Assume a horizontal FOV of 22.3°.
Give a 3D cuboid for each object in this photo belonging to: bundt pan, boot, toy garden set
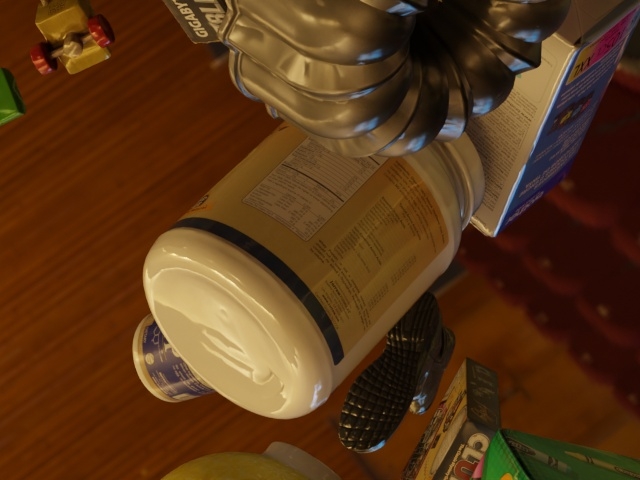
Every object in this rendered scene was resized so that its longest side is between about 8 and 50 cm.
[{"bbox_3d":[0.086,-0.200,1.316,0.124,0.331,0.331,46,169,33],"label":"bundt pan"},{"bbox_3d":[0.117,0.198,2.175,0.083,0.246,0.161,16,156,27],"label":"boot"},{"bbox_3d":[-0.298,-0.216,1.399,0.244,0.204,0.049,68,-167,6],"label":"toy garden set"}]

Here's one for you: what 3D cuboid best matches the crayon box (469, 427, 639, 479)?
[{"bbox_3d":[0.239,0.266,1.341,0.278,0.165,0.081,16,-158,-24],"label":"crayon box"}]

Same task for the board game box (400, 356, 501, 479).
[{"bbox_3d":[0.135,0.232,1.736,0.042,0.165,0.243,28,-168,0],"label":"board game box"}]

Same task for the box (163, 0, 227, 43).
[{"bbox_3d":[-0.128,-0.388,1.550,0.295,0.073,0.293,51,-138,-57],"label":"box"}]

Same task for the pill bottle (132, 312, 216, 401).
[{"bbox_3d":[-0.114,0.114,1.856,0.187,0.112,0.112,-19,113,37],"label":"pill bottle"}]

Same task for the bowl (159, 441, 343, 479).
[{"bbox_3d":[-0.051,0.327,1.866,0.289,0.156,0.289,31,158,14],"label":"bowl"}]

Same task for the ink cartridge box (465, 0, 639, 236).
[{"bbox_3d":[0.161,-0.192,1.740,0.270,0.151,0.395,43,148,18],"label":"ink cartridge box"}]

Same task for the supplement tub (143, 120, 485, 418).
[{"bbox_3d":[0.000,0.000,1.637,0.228,0.316,0.228,31,147,23],"label":"supplement tub"}]
